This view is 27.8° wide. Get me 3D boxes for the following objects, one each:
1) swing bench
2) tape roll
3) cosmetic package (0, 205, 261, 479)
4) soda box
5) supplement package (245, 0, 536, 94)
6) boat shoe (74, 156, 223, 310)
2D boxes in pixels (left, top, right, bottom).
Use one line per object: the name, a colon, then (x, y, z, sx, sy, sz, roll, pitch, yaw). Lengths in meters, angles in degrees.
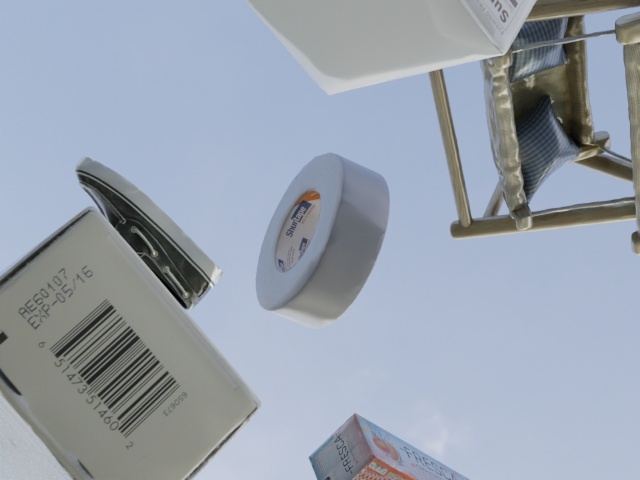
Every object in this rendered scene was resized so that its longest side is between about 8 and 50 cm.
swing bench: (0.237, -0.129, 1.127, 0.255, 0.165, 0.253, 7, -43, 25)
tape roll: (0.000, 0.000, 1.655, 0.072, 0.219, 0.219, 22, -54, -22)
cosmetic package: (-0.182, 0.100, 0.841, 0.160, 0.113, 0.309, 51, -28, -9)
soda box: (0.078, 0.220, 1.120, 0.063, 0.183, 0.058, -45, -145, 14)
supplement package: (0.062, -0.216, 0.687, 0.139, 0.244, 0.134, -5, -44, 50)
boat shoe: (-0.213, -0.007, 1.521, 0.219, 0.070, 0.078, 43, -16, -12)
